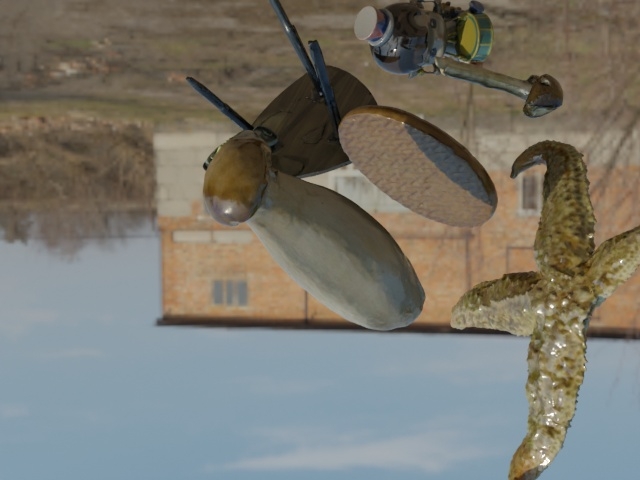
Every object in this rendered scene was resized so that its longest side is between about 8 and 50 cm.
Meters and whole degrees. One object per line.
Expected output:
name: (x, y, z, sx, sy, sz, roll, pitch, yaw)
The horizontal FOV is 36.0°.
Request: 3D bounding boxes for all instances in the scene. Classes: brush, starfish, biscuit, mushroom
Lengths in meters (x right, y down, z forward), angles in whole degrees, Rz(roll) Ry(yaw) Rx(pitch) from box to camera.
brush: (-0.122, -0.170, 1.692, 0.068, 0.060, 0.297, 31, -156, 2)
starfish: (0.287, 0.090, 1.357, 0.083, 0.431, 0.324, 9, -158, -32)
biscuit: (0.140, -0.107, 1.410, 0.262, 0.037, 0.262, 31, 162, 12)
mushroom: (0.236, -0.209, 1.323, 0.187, 0.061, 0.060, 13, -176, -7)
mushroom: (0.000, 0.000, 1.177, 0.128, 0.128, 0.350, 4, 155, 48)

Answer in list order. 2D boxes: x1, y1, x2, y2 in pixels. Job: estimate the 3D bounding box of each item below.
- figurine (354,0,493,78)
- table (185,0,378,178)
figurine: (0.196, -0.397, 1.922, 0.276, 0.161, 0.158, -8, -169, -19)
table: (-0.052, -0.289, 1.811, 0.318, 0.317, 0.249, 2, 143, 31)
